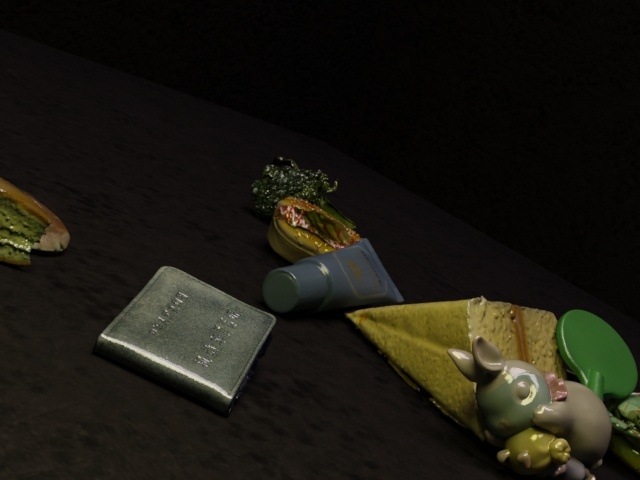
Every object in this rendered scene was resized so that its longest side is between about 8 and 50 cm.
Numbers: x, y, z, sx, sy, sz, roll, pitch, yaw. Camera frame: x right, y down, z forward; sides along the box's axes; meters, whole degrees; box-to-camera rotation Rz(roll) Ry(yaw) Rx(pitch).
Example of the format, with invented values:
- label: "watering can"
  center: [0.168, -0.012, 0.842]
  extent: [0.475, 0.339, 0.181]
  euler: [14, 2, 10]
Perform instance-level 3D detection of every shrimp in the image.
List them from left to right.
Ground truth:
- label: "shrimp"
  center: [-0.438, -0.055, 1.300]
  extent: [0.251, 0.052, 0.143]
  euler: [27, 13, 3]

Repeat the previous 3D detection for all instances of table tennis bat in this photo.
- label: "table tennis bat"
  center: [0.431, 0.205, 1.582]
  extent: [0.160, 0.039, 0.257]
  euler: [35, 36, -4]

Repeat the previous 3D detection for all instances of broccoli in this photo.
- label: "broccoli"
  center: [-0.019, -0.069, 2.215]
  extent: [0.164, 0.146, 0.304]
  euler: [21, -5, 37]

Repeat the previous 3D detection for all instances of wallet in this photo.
- label: "wallet"
  center: [-0.147, 0.106, 1.150]
  extent: [0.167, 0.036, 0.222]
  euler: [26, 20, 2]

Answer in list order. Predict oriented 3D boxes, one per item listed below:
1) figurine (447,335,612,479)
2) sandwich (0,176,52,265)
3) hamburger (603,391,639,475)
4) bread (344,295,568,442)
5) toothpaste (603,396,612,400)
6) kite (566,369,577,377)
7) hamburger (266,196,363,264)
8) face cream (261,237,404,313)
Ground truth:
- label: "figurine"
  center: [0.264, 0.227, 1.311]
  extent: [0.235, 0.155, 0.127]
  euler: [27, -27, -28]
- label: "sandwich"
  center: [-0.446, -0.060, 1.185]
  extent: [0.258, 0.094, 0.096]
  euler: [30, 10, 14]
- label: "hamburger"
  center: [0.525, 0.313, 1.592]
  extent: [0.235, 0.125, 0.214]
  euler: [2, 12, -41]
- label: "bread"
  center: [0.206, 0.207, 1.613]
  extent: [0.345, 0.242, 0.404]
  euler: [12, -16, -40]
- label: "toothpaste"
  center: [0.576, 0.332, 1.745]
  extent: [0.272, 0.066, 0.053]
  euler: [27, 10, 8]
- label: "kite"
  center: [0.568, 0.292, 1.975]
  extent: [0.314, 0.012, 0.335]
  euler: [21, -1, 27]
- label: "hamburger"
  center: [0.000, 0.000, 1.884]
  extent: [0.210, 0.116, 0.173]
  euler: [29, 9, -2]
- label: "face cream"
  center: [0.028, 0.064, 1.661]
  extent: [0.136, 0.086, 0.385]
  euler: [59, 26, 12]
